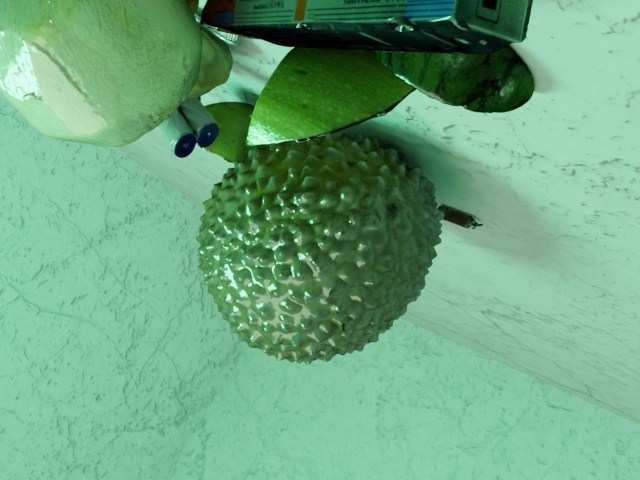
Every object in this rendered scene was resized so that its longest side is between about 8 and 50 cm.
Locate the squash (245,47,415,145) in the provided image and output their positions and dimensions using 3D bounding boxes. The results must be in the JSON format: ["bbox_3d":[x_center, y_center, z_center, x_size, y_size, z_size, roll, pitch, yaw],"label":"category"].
[{"bbox_3d":[0.019,-0.185,0.854,0.184,0.192,0.085,-6,119,37],"label":"squash"}]

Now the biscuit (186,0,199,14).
[{"bbox_3d":[-0.239,-0.355,0.963,0.220,0.066,0.220,27,169,5],"label":"biscuit"}]

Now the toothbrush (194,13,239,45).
[{"bbox_3d":[-0.236,-0.355,1.099,0.286,0.020,0.025,31,140,3],"label":"toothbrush"}]

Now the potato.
[{"bbox_3d":[-0.126,-0.186,1.414,0.271,0.111,0.160,19,-170,-44],"label":"potato"}]

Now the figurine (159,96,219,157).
[{"bbox_3d":[-0.279,-0.248,1.243,0.133,0.193,0.274,99,157,-58],"label":"figurine"}]

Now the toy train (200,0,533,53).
[{"bbox_3d":[0.015,-0.229,0.732,0.086,0.089,0.409,4,-170,-37],"label":"toy train"}]

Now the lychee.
[{"bbox_3d":[0.000,0.000,1.241,0.380,0.380,0.432,32,150,-11],"label":"lychee"}]

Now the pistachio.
[{"bbox_3d":[-0.210,-0.279,1.147,0.185,0.124,0.124,35,172,5],"label":"pistachio"}]

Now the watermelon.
[{"bbox_3d":[0.119,-0.169,0.772,0.181,0.075,0.092,28,175,10],"label":"watermelon"}]

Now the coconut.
[{"bbox_3d":[-0.250,-0.224,0.826,0.227,0.227,0.230,22,156,46],"label":"coconut"}]

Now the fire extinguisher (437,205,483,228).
[{"bbox_3d":[0.238,-0.038,1.339,0.083,0.022,0.028,23,-153,38],"label":"fire extinguisher"}]
